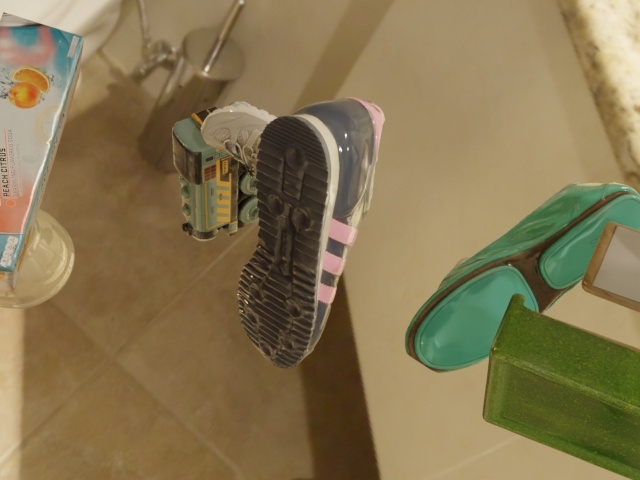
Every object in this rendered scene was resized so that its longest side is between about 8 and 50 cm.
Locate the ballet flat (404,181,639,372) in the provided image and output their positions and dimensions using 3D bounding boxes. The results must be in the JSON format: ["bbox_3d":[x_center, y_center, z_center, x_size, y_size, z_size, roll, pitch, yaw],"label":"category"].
[{"bbox_3d":[0.171,0.029,0.689,0.247,0.087,0.083,-33,109,-7],"label":"ballet flat"}]

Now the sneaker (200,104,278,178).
[{"bbox_3d":[-0.090,-0.140,1.294,0.281,0.105,0.115,20,66,24],"label":"sneaker"}]

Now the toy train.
[{"bbox_3d":[-0.206,-0.135,1.611,0.190,0.333,0.142,-24,57,-25],"label":"toy train"}]

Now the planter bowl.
[{"bbox_3d":[-0.458,0.010,1.160,0.162,0.109,0.162,2,67,-5],"label":"planter bowl"}]

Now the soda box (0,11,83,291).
[{"bbox_3d":[-0.216,-0.061,0.541,0.058,0.063,0.183,14,68,-16],"label":"soda box"}]

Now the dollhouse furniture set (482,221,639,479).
[{"bbox_3d":[0.195,-0.021,0.392,0.151,0.301,0.197,21,60,22],"label":"dollhouse furniture set"}]

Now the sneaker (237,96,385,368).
[{"bbox_3d":[0.000,0.000,0.798,0.112,0.319,0.131,36,45,23],"label":"sneaker"}]
